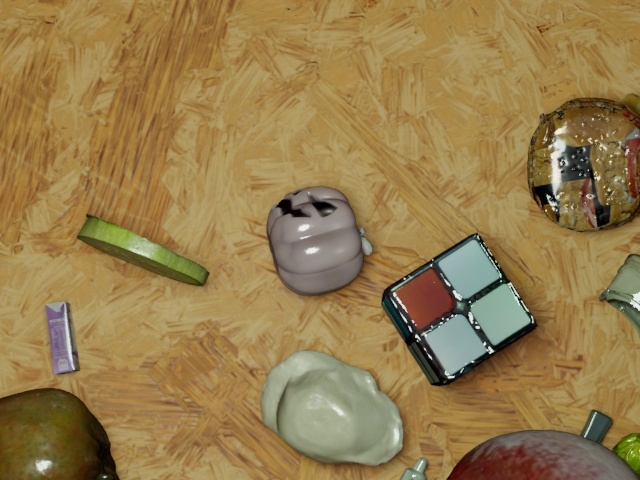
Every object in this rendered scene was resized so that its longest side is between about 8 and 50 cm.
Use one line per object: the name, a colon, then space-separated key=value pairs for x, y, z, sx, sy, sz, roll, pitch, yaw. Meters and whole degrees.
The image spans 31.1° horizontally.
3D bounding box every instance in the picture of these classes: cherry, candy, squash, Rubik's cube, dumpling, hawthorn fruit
cherry: x=0.349 y=0.427 z=1.691 sx=0.335 sy=0.326 sz=0.291 roll=-1 pitch=80 yaw=40
candy: x=0.566 y=0.283 z=1.822 sx=0.073 sy=0.077 sz=0.262 roll=45 pitch=104 yaw=9
squash: x=-0.280 y=0.022 z=1.820 sx=0.219 sy=0.219 sz=0.041 roll=24 pitch=83 yaw=3
Rubik's cube: x=0.214 y=0.115 z=1.831 sx=0.183 sy=0.167 sz=0.180 roll=-30 pitch=83 yaw=-5
dumpling: x=0.018 y=0.271 z=1.832 sx=0.250 sy=0.132 sz=0.162 roll=19 pitch=92 yaw=18
hawthorn fruit: x=-0.462 y=0.369 z=1.756 sx=0.300 sy=0.268 sz=0.268 roll=-11 pitch=82 yaw=8

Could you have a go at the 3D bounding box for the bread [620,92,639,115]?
bread: x=0.547 y=-0.184 z=1.925 sx=0.132 sy=0.053 sz=0.074 roll=41 pitch=86 yaw=4

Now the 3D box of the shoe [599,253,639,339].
shoe: x=0.570 y=0.148 z=1.862 sx=0.098 sy=0.103 sz=0.275 roll=-42 pitch=78 yaw=-4

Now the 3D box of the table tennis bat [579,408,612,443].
table tennis bat: x=0.386 y=0.412 z=1.863 sx=0.173 sy=0.022 sz=0.301 roll=28 pitch=85 yaw=4

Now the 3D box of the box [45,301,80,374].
box: x=-0.422 y=0.160 z=1.886 sx=0.036 sy=0.050 sz=0.117 roll=-9 pitch=84 yaw=-2

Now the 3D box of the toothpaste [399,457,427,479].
toothpaste: x=0.116 y=0.456 z=1.853 sx=0.060 sy=0.038 sz=0.233 roll=26 pitch=86 yaw=7

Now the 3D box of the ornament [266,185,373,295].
ornament: x=0.000 y=0.000 z=1.845 sx=0.177 sy=0.177 sz=0.178 roll=0 pitch=82 yaw=0

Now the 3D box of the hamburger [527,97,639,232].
hamburger: x=0.444 y=-0.120 z=1.870 sx=0.231 sy=0.107 sz=0.231 roll=1 pitch=96 yaw=11
